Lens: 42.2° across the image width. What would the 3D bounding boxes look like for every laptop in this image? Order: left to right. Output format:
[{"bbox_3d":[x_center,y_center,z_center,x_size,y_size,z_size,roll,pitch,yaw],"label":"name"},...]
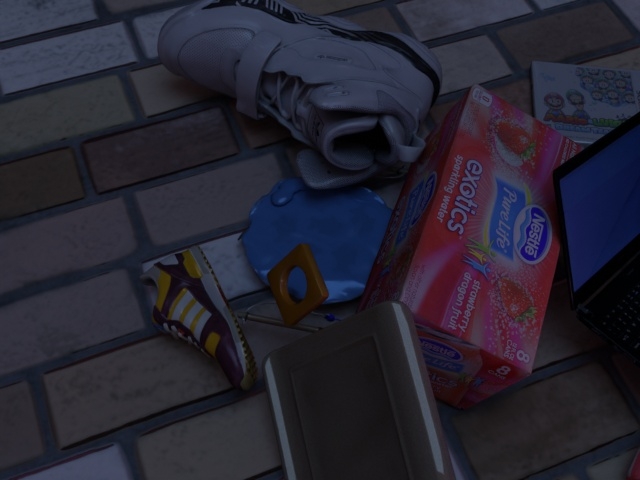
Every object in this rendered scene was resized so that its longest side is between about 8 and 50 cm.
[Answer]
[{"bbox_3d":[0.380,0.013,0.882,0.264,0.136,0.234,41,47,22],"label":"laptop"}]

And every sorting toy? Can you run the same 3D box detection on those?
[{"bbox_3d":[0.035,0.166,0.779,0.047,0.196,0.348,2,68,-44],"label":"sorting toy"}]

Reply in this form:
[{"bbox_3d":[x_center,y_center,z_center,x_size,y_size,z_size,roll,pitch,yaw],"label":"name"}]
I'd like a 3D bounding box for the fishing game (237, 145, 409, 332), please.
[{"bbox_3d":[0.000,0.000,0.970,0.189,0.041,0.264,10,55,8],"label":"fishing game"}]

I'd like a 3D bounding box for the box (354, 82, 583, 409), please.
[{"bbox_3d":[0.159,0.005,0.890,0.154,0.142,0.300,29,58,-7],"label":"box"}]

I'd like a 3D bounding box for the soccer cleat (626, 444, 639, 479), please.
[{"bbox_3d":[0.416,0.272,0.794,0.095,0.083,0.248,-45,67,-9],"label":"soccer cleat"}]

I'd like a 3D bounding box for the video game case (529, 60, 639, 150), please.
[{"bbox_3d":[0.362,-0.178,1.110,0.157,0.019,0.143,5,57,1],"label":"video game case"}]

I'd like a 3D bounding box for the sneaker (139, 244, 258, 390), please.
[{"bbox_3d":[-0.133,0.094,0.893,0.084,0.069,0.185,-25,55,-7],"label":"sneaker"}]

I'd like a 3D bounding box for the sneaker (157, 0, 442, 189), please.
[{"bbox_3d":[-0.035,-0.184,1.002,0.366,0.137,0.210,11,40,0],"label":"sneaker"}]
